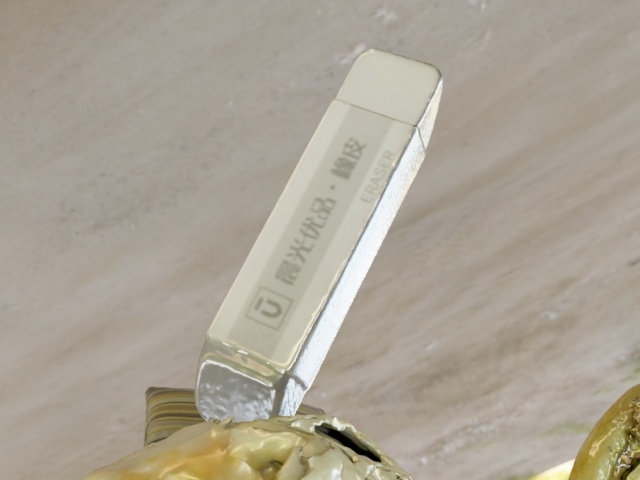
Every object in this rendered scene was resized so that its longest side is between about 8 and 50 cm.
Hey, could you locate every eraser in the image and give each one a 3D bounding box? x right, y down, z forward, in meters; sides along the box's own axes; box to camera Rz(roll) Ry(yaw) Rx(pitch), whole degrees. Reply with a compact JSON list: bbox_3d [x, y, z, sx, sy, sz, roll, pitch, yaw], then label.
[{"bbox_3d":[0.000,0.000,0.868,0.352,0.089,0.061,-63,159,-15],"label":"eraser"}]

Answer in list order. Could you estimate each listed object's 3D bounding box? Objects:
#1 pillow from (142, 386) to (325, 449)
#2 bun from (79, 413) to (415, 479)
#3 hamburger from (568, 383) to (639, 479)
[{"bbox_3d":[-0.082,0.211,1.068,0.208,0.052,0.212,7,-165,-10],"label":"pillow"},{"bbox_3d":[-0.035,0.176,0.575,0.287,0.146,0.287,2,-171,0],"label":"bun"},{"bbox_3d":[0.275,0.207,0.757,0.189,0.215,0.122,-45,-155,-12],"label":"hamburger"}]
